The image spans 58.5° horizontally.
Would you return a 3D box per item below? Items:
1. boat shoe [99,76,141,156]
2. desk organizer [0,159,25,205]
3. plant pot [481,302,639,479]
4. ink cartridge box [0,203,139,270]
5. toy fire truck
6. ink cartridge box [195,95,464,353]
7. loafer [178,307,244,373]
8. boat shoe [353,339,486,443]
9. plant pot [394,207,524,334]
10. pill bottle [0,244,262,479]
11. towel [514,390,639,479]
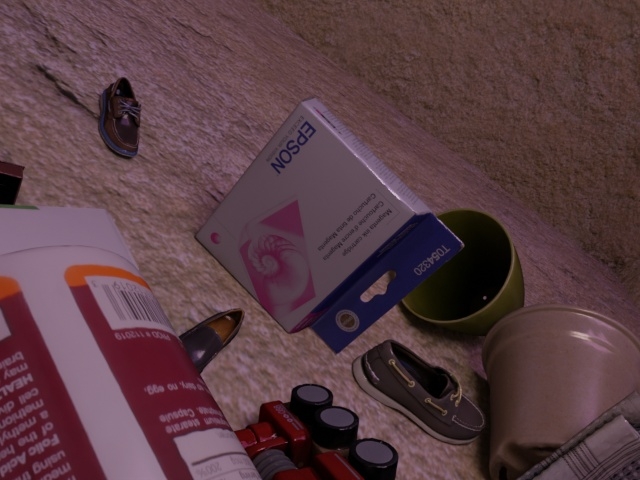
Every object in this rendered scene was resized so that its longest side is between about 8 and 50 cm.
[{"bbox_3d":[-0.362,-0.231,1.038,0.066,0.066,0.183,11,43,-44],"label":"boat shoe"},{"bbox_3d":[-0.461,-0.082,0.742,0.130,0.047,0.050,15,42,-41],"label":"desk organizer"},{"bbox_3d":[0.462,0.347,1.108,0.334,0.334,0.305,41,40,-6],"label":"plant pot"},{"bbox_3d":[-0.307,0.073,0.559,0.160,0.219,0.092,1,47,-52],"label":"ink cartridge box"},{"bbox_3d":[-0.060,0.260,0.662,0.246,0.158,0.217,-2,16,-31],"label":"toy fire truck"},{"bbox_3d":[0.000,0.000,0.927,0.330,0.324,0.071,45,30,3],"label":"ink cartridge box"},{"bbox_3d":[-0.166,0.142,0.804,0.062,0.061,0.170,44,30,-1],"label":"loafer"},{"bbox_3d":[0.203,0.281,1.055,0.305,0.091,0.109,33,31,-19],"label":"boat shoe"},{"bbox_3d":[0.365,0.111,1.345,0.293,0.275,0.274,37,25,-45],"label":"plant pot"},{"bbox_3d":[-0.154,0.213,0.418,0.224,0.224,0.392,0,45,-51],"label":"pill bottle"},{"bbox_3d":[0.465,0.437,0.914,0.312,0.324,0.056,49,4,-15],"label":"towel"}]
